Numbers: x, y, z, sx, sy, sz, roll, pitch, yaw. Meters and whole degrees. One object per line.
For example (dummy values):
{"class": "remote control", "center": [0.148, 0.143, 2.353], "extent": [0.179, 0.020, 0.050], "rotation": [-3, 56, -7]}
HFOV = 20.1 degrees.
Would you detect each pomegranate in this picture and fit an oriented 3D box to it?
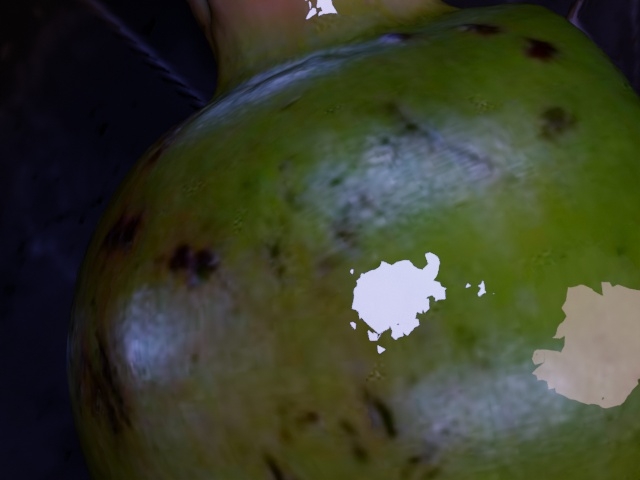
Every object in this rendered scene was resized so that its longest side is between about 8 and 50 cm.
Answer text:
{"class": "pomegranate", "center": [0.005, 0.008, 0.499], "extent": [0.159, 0.190, 0.241], "rotation": [-15, 114, -14]}
